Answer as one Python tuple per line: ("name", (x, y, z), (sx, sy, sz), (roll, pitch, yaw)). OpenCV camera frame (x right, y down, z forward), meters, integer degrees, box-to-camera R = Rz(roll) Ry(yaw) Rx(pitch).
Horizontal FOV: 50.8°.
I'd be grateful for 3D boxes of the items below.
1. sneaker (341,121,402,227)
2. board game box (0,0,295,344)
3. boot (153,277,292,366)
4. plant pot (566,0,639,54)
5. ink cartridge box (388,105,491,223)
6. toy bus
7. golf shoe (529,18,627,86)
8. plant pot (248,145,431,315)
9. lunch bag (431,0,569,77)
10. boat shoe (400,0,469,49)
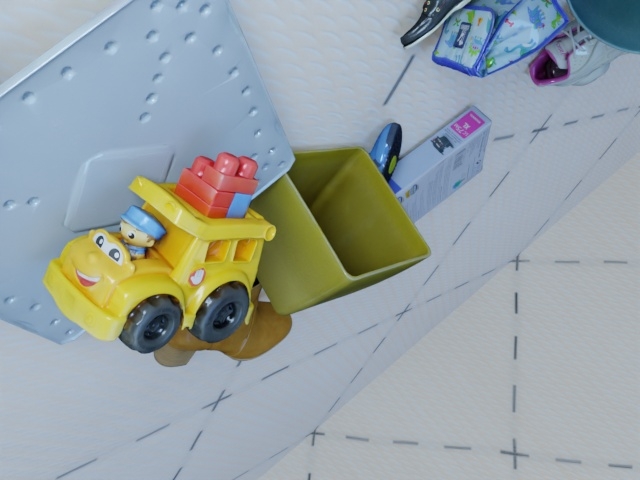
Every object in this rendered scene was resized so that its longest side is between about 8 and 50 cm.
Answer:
("sneaker", (0.073, -0.103, 1.130), (0.069, 0.082, 0.209), (-17, 129, -63))
("board game box", (-0.228, -0.070, 0.729), (0.390, 0.050, 0.390), (-39, 157, -6))
("boot", (-0.128, 0.117, 1.136), (0.295, 0.104, 0.211), (-11, 149, -40))
("plant pot", (0.507, -0.449, 0.984), (0.290, 0.290, 0.195), (112, 0, -47))
("ink cartridge box", (0.191, -0.109, 1.304), (0.311, 0.065, 0.186), (-39, 157, -11))
("toy bus", (-0.156, -0.004, 0.733), (0.220, 0.149, 0.211), (-2, 122, -53))
("golf shoe", (0.498, -0.367, 1.216), (0.140, 0.115, 0.306), (-18, 164, -22))
("plant pot", (0.000, 0.000, 1.037), (0.212, 0.212, 0.187), (-13, 156, -49))
("lunch bag", (0.240, -0.294, 0.944), (0.151, 0.129, 0.096), (-44, 119, 2))
("boat shoe", (0.157, -0.314, 0.915), (0.133, 0.042, 0.049), (-41, -161, 7))
